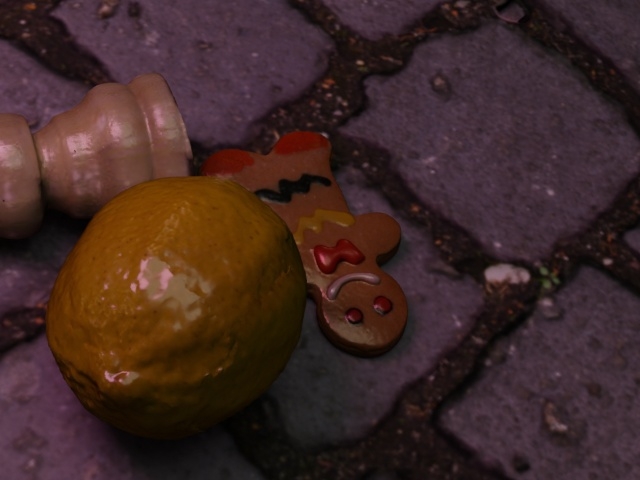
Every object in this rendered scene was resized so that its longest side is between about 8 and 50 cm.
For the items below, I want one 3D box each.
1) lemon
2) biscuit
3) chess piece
[{"bbox_3d":[-0.115,0.051,1.181,0.204,0.204,0.260,30,40,5],"label":"lemon"},{"bbox_3d":[0.000,0.000,1.355,0.165,0.036,0.250,-19,64,-26],"label":"biscuit"},{"bbox_3d":[-0.250,-0.059,1.268,0.261,0.143,0.142,-12,60,-19],"label":"chess piece"}]
